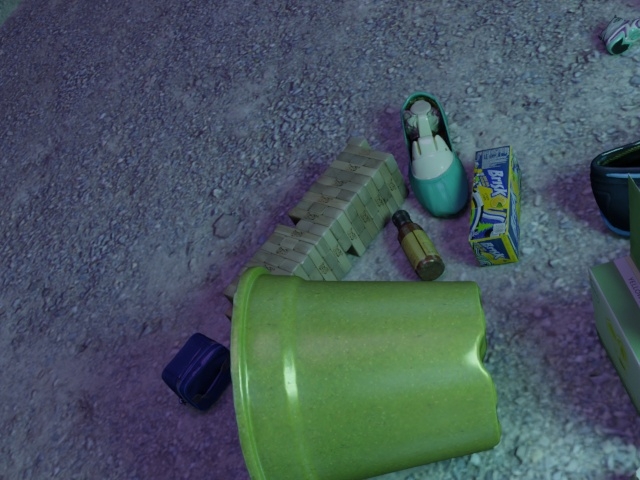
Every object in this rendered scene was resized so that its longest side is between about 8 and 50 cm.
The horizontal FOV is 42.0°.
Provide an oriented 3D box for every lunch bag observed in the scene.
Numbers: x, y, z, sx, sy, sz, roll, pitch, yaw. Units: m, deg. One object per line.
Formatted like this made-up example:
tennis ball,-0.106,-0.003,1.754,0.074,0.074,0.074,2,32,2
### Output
lunch bag,-0.164,0.184,1.148,0.065,0.067,0.098,17,61,42

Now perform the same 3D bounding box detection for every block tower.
block tower,0.000,0.000,1.210,0.097,0.091,0.335,18,62,41

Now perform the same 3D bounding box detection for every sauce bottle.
sauce bottle,0.133,0.003,1.161,0.042,0.042,0.128,-27,40,6

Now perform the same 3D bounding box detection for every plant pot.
plant pot,0.062,0.149,0.921,0.253,0.276,0.276,-8,45,10

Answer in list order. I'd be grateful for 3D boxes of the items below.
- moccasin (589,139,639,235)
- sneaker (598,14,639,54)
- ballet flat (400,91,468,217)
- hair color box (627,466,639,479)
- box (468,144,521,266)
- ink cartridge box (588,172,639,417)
moccasin,0.481,-0.107,0.956,0.342,0.117,0.138,-26,30,19
sneaker,0.473,-0.330,1.277,0.098,0.038,0.069,-26,42,7
ballet flat,0.160,-0.139,1.248,0.083,0.087,0.247,-20,42,13
hair color box,0.342,0.281,0.748,0.093,0.053,0.167,-43,41,-11
box,0.238,-0.048,1.130,0.054,0.059,0.169,-9,46,26
ink cartridge box,0.319,0.077,0.823,0.056,0.235,0.171,-19,42,7
